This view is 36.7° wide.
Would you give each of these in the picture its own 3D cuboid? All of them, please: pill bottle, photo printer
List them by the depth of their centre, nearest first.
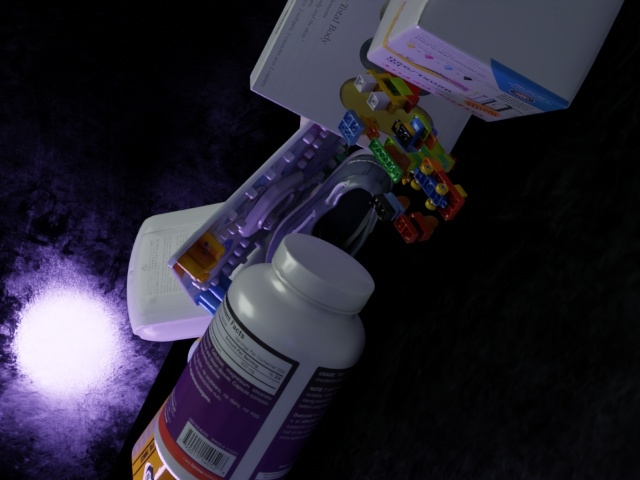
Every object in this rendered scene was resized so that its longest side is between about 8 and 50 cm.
[{"bbox_3d":[-0.065,0.157,1.191,0.323,0.181,0.181,-60,11,19],"label":"pill bottle"},{"bbox_3d":[-0.223,0.058,1.825,0.107,0.307,0.256,49,-145,-57],"label":"photo printer"}]

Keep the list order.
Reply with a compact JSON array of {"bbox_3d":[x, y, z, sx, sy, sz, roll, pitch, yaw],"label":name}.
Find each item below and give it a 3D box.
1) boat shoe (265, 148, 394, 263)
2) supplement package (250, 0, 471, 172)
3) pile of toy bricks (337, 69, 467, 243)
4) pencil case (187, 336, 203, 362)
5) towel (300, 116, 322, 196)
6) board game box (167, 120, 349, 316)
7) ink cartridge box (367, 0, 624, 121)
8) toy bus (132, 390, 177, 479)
[{"bbox_3d":[0.000,0.000,1.456,0.319,0.116,0.099,-51,11,32],"label":"boat shoe"},{"bbox_3d":[0.067,-0.235,1.269,0.199,0.262,0.198,-62,10,11],"label":"supplement package"},{"bbox_3d":[0.115,-0.098,1.143,0.212,0.105,0.118,59,138,28],"label":"pile of toy bricks"},{"bbox_3d":[-0.186,0.235,1.799,0.273,0.113,0.124,174,101,-79],"label":"pencil case"},{"bbox_3d":[0.029,-0.289,2.072,0.332,0.053,0.317,127,155,-45],"label":"towel"},{"bbox_3d":[-0.069,-0.050,1.551,0.390,0.050,0.390,-45,-8,-10],"label":"board game box"},{"bbox_3d":[0.175,-0.236,0.992,0.168,0.171,0.232,-64,10,-1],"label":"ink cartridge box"},{"bbox_3d":[-0.226,0.345,1.637,0.333,0.108,0.130,128,141,-49],"label":"toy bus"}]
